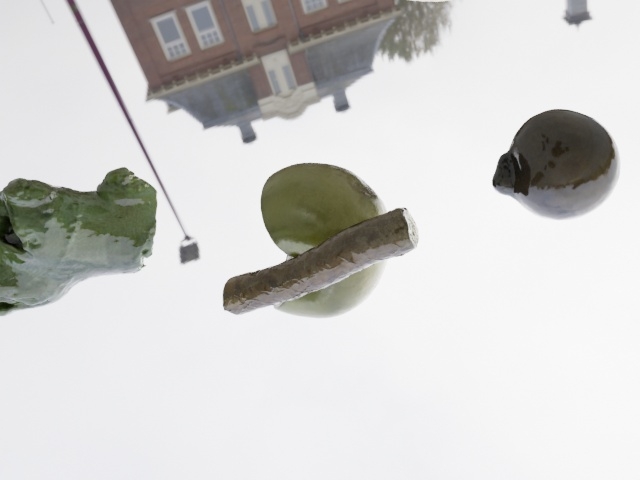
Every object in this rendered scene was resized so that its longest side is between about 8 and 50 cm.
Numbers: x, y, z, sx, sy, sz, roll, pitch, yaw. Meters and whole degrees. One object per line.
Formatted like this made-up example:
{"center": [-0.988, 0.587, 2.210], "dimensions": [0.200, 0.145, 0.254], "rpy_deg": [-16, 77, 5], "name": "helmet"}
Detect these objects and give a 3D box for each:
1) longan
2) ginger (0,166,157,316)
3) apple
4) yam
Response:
{"center": [0.383, -0.121, 1.114], "dimensions": [0.204, 0.185, 0.159], "rpy_deg": [-16, -169, 15], "name": "longan"}
{"center": [-0.280, 0.010, 0.591], "dimensions": [0.289, 0.137, 0.089], "rpy_deg": [-20, -113, -15], "name": "ginger"}
{"center": [0.019, -0.002, 1.292], "dimensions": [0.233, 0.295, 0.258], "rpy_deg": [8, -150, 14], "name": "apple"}
{"center": [-0.008, 0.038, 1.072], "dimensions": [0.356, 0.081, 0.081], "rpy_deg": [-21, -147, 27], "name": "yam"}
